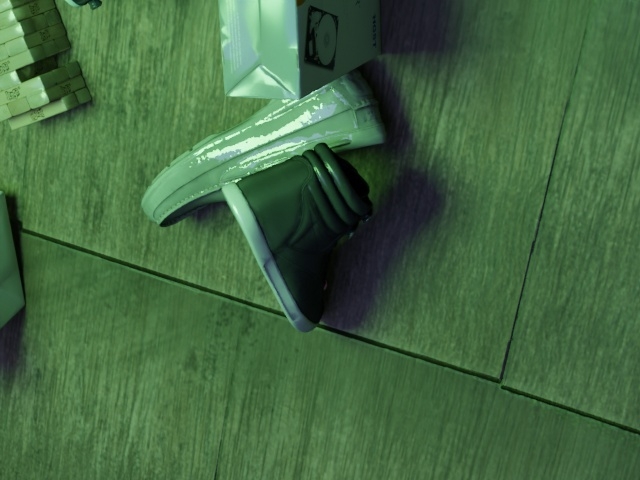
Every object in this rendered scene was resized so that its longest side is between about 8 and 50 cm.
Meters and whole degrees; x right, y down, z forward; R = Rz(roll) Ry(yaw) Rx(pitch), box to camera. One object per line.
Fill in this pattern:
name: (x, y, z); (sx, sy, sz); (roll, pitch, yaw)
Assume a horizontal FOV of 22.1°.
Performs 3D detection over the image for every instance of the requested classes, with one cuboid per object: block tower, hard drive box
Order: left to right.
block tower: (-0.388, -0.303, 1.953); (0.097, 0.091, 0.335); (-17, 101, 27)
hard drive box: (-0.019, -0.261, 1.721); (0.089, 0.232, 0.181); (5, 110, 22)

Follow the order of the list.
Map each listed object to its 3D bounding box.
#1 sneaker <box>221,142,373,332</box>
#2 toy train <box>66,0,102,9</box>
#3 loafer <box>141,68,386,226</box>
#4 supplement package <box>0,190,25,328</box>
sneaker: (0.000, 0.000, 1.834); (0.147, 0.295, 0.104); (-27, 58, -2)
toy train: (-0.229, -0.318, 1.766); (0.184, 0.080, 0.105); (-24, 103, 29)
loafer: (-0.069, -0.085, 1.874); (0.319, 0.112, 0.111); (-29, 86, 28)
supplement package: (-0.555, 0.033, 2.079); (0.293, 0.177, 0.175); (7, 122, 21)
